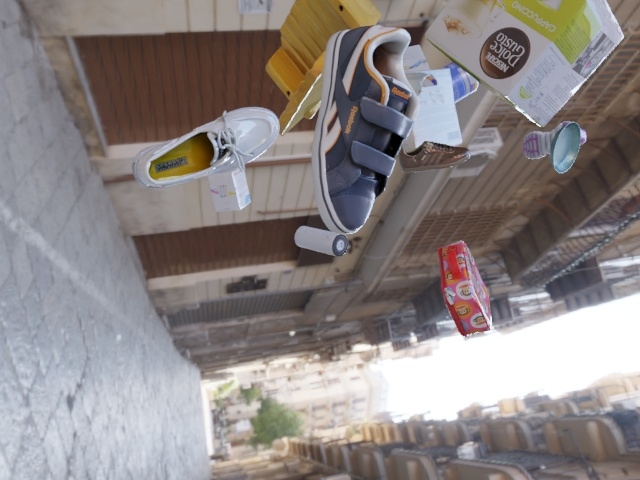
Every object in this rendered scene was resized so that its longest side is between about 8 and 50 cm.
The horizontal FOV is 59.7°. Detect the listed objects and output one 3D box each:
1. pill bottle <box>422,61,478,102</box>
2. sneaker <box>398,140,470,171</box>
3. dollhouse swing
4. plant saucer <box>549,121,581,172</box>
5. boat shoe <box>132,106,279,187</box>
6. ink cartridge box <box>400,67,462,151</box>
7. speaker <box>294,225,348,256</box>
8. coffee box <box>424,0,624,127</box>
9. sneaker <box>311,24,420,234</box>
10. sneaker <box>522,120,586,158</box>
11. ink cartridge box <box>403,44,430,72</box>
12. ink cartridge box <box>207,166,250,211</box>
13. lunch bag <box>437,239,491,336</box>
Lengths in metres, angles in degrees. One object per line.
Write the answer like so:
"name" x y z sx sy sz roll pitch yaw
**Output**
"pill bottle" 0.490 -0.613 2.273 0.152 0.272 0.152 59 -6 10
"sneaker" 0.302 -0.232 1.483 0.066 0.188 0.071 -87 164 -60
"dollhouse swing" -0.060 -0.514 1.512 0.315 0.305 0.347 52 -40 7
"plant saucer" 0.566 -0.217 1.298 0.021 0.119 0.119 26 -55 45
"boat shoe" -0.236 -0.212 1.260 0.156 0.367 0.136 19 -53 60
"ink cartridge box" 0.352 -0.426 1.848 0.066 0.296 0.261 -3 -78 44
"speaker" 0.000 0.000 1.337 0.136 0.055 0.055 13 -68 45
"coffee box" 0.576 -0.582 1.589 0.334 0.338 0.338 -52 -122 22
"sneaker" 0.070 -0.170 0.839 0.127 0.126 0.321 1 -93 37
"sneaker" 0.786 -0.329 1.869 0.236 0.104 0.095 170 -82 -64
"ink cartridge box" 0.397 -0.732 2.534 0.171 0.168 0.233 89 -14 -66
"ink cartridge box" -0.292 -0.174 1.780 0.092 0.089 0.143 -51 134 -63
"lunch bag" 0.469 0.142 1.843 0.258 0.120 0.293 60 23 -28
